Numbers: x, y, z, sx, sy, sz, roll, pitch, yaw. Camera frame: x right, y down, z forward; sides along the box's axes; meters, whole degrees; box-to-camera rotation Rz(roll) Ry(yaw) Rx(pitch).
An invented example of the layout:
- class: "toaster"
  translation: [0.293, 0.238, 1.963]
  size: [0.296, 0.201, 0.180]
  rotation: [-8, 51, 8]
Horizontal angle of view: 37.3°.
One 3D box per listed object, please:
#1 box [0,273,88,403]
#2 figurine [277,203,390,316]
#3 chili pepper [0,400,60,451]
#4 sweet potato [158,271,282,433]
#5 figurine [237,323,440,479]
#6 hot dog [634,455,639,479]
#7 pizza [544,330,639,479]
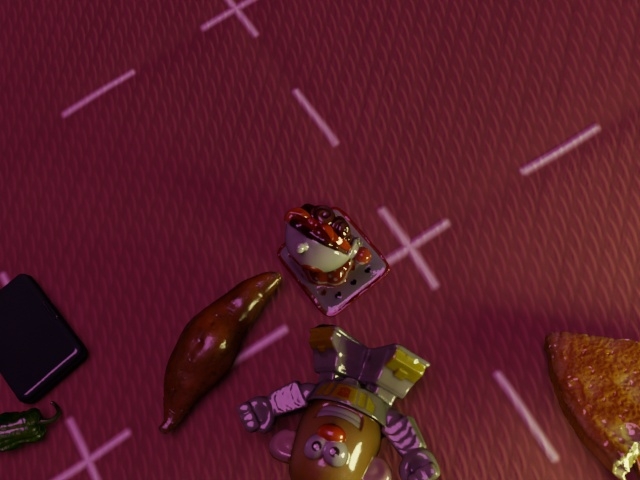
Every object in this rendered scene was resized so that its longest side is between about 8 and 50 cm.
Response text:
- class: "box"
  translation: [-0.572, 0.189, 1.845]
  size: [0.160, 0.050, 0.230]
  rotation: [-41, 66, -5]
- class: "figurine"
  translation: [0.000, 0.000, 1.705]
  size: [0.160, 0.226, 0.183]
  rotation: [-39, 66, -4]
- class: "chili pepper"
  translation: [-0.618, 0.356, 1.775]
  size: [0.257, 0.100, 0.074]
  rotation: [-6, 92, 7]
- class: "sweet potato"
  translation: [-0.203, 0.191, 1.738]
  size: [0.112, 0.112, 0.359]
  rotation: [26, 79, 20]
- class: "figurine"
  translation: [0.040, 0.307, 1.602]
  size: [0.343, 0.167, 0.284]
  rotation: [6, 61, 36]
- class: "hot dog"
  translation: [0.544, 0.377, 1.546]
  size: [0.056, 0.041, 0.133]
  rotation: [-22, 71, 11]
- class: "pizza"
  translation: [0.538, 0.252, 1.565]
  size: [0.288, 0.075, 0.279]
  rotation: [-10, 50, 0]
